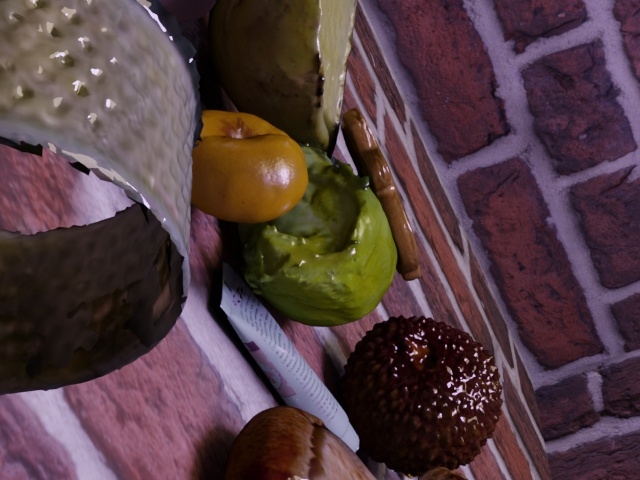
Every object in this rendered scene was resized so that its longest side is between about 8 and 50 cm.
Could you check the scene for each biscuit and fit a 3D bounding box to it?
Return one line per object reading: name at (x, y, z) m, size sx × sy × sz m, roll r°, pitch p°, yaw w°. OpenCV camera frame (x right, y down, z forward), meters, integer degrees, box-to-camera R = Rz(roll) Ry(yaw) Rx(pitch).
biscuit at (0.088, -0.062, 1.469) m, size 0.184 × 0.035 × 0.249 m, roll 89°, pitch -20°, yaw -82°

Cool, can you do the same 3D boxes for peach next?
peach at (-0.103, -0.090, 1.262) m, size 0.179 × 0.179 × 0.103 m, roll -72°, pitch 179°, yaw -66°

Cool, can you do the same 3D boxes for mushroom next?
mushroom at (0.000, 0.294, 1.100) m, size 0.267 × 0.254 × 0.267 m, roll 38°, pitch 18°, yaw -15°

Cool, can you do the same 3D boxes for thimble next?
thimble at (-0.202, -0.035, 0.633) m, size 0.271 × 0.271 × 0.150 m, roll 53°, pitch 25°, yaw -48°

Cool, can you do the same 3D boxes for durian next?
durian at (0.000, 0.000, 1.421) m, size 0.339 × 0.204 × 0.256 m, roll 53°, pitch 19°, yaw -59°

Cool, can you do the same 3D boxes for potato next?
potato at (-0.071, -0.301, 1.444) m, size 0.280 × 0.213 × 0.330 m, roll 71°, pitch 26°, yaw -71°

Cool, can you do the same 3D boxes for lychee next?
lychee at (0.148, 0.249, 1.602) m, size 0.271 × 0.271 × 0.271 m, roll -19°, pitch 90°, yaw -75°

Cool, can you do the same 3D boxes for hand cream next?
hand cream at (-0.038, 0.165, 1.354) m, size 0.085 × 0.058 × 0.331 m, roll -87°, pitch 153°, yaw -51°

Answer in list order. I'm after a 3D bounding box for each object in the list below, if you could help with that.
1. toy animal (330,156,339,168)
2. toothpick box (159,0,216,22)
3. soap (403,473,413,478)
toy animal at (0.020, -0.033, 1.761) m, size 0.137 × 0.082 × 0.269 m, roll -32°, pitch 102°, yaw -74°
toothpick box at (-0.195, -0.377, 1.401) m, size 0.098 × 0.098 × 0.149 m, roll 42°, pitch 33°, yaw -61°
soap at (0.125, 0.331, 1.771) m, size 0.089 × 0.033 × 0.168 m, roll -96°, pitch 159°, yaw -49°
